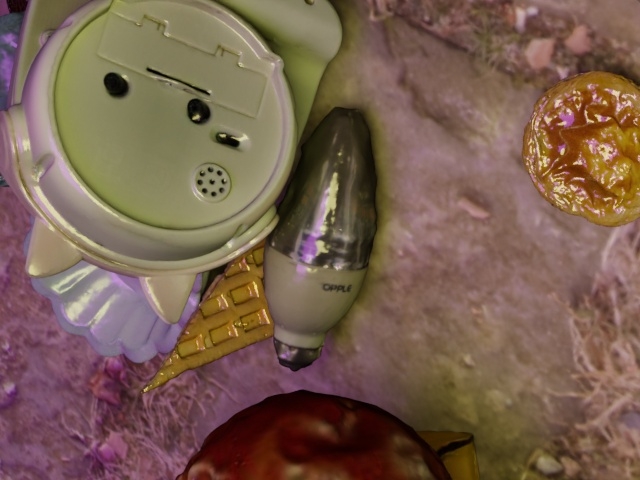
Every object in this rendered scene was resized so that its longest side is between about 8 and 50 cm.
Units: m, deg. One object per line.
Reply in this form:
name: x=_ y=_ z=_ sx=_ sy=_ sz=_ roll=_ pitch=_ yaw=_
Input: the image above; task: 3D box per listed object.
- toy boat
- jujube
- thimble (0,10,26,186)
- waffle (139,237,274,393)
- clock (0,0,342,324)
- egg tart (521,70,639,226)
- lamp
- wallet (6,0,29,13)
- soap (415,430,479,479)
toy boat: x=-0.181 y=0.003 z=1.351 sx=0.199 sy=0.100 sz=0.290 roll=45 pitch=138 yaw=-2
jujube: x=-0.010 y=0.317 z=1.118 sx=0.276 sy=0.276 sz=0.377 roll=26 pitch=129 yaw=29
thimble: x=-0.228 y=-0.143 z=1.291 sx=0.198 sy=0.235 sz=0.143 roll=-20 pitch=84 yaw=56
waffle: x=-0.107 y=0.054 z=1.278 sx=0.032 sy=0.191 sz=0.125 roll=-12 pitch=96 yaw=59
clock: x=-0.135 y=-0.100 z=1.151 sx=0.108 sy=0.265 sz=0.324 roll=-26 pitch=48 yaw=63
egg tart: x=0.223 y=-0.073 z=1.083 sx=0.130 sy=0.052 sz=0.130 roll=10 pitch=108 yaw=33
lamp: x=0.000 y=0.000 z=1.240 sx=0.101 sy=0.101 sz=0.250 roll=25 pitch=112 yaw=29
wallet: x=-0.275 y=-0.229 z=1.418 sx=0.133 sy=0.039 sz=0.243 roll=-7 pitch=98 yaw=36
soap: x=0.067 y=0.337 z=1.282 sx=0.204 sy=0.096 sz=0.324 roll=-3 pitch=100 yaw=37
